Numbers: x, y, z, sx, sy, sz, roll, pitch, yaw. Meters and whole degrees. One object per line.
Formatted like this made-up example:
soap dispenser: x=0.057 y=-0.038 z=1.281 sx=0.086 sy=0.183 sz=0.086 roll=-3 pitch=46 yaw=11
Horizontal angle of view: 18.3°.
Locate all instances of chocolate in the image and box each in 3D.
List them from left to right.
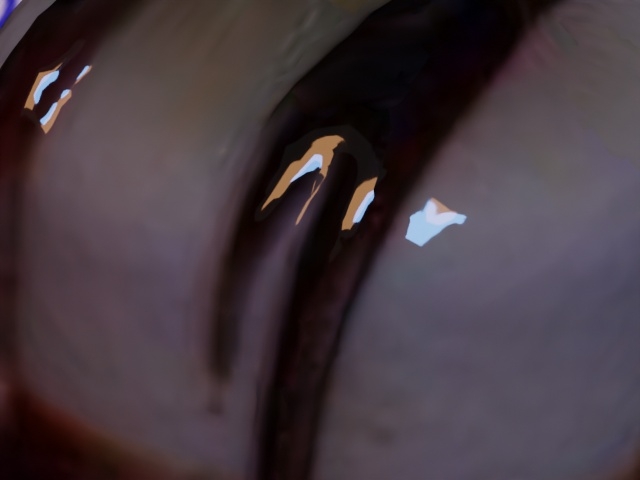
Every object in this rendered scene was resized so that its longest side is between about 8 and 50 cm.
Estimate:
chocolate: x=0.000 y=0.000 z=0.610 sx=0.283 sy=0.186 sz=0.284 roll=-1 pitch=43 yaw=1
